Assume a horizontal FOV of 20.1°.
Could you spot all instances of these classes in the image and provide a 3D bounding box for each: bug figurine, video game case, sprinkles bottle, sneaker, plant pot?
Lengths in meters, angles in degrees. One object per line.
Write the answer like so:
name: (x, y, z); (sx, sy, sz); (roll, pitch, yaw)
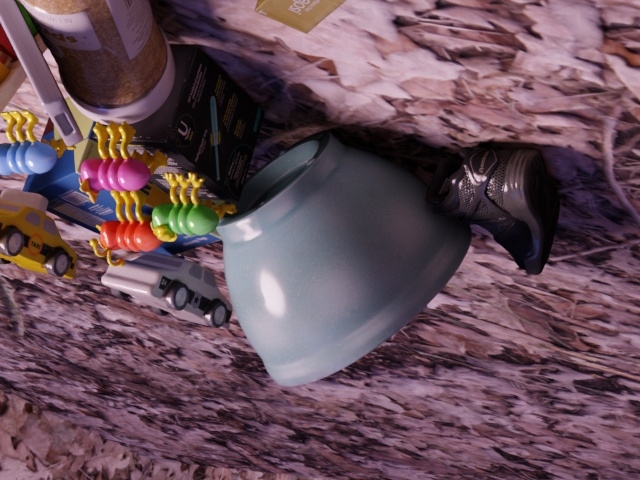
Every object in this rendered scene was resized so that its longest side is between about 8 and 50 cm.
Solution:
bug figurine: (-0.231, -0.051, 1.998); (0.216, 0.072, 0.279); (-2, 152, 37)
video game case: (-0.303, -0.209, 1.813); (0.023, 0.212, 0.193); (-26, 173, -5)
sprinkles bottle: (-0.230, -0.236, 1.781); (0.121, 0.121, 0.355); (14, 162, 10)
sneaker: (0.199, -0.039, 2.050); (0.130, 0.087, 0.227); (11, 159, 23)
plant pot: (0.000, 0.000, 2.092); (0.196, 0.293, 0.293); (51, 152, -15)

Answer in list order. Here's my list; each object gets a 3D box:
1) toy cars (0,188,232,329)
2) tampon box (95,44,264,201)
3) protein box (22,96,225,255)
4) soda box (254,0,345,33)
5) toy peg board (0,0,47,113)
toy cars: (-0.274, 0.015, 2.204); (0.393, 0.087, 0.176); (19, 171, -17)
tampon box: (-0.156, -0.131, 2.030); (0.101, 0.120, 0.161); (5, 159, 31)
protein box: (-0.226, -0.086, 2.210); (0.201, 0.136, 0.200); (25, 161, -24)
soda box: (0.001, -0.248, 1.626); (0.058, 0.061, 0.181); (21, 162, -15)
toy peg board: (-0.387, -0.201, 1.995); (0.079, 0.161, 0.161); (45, 151, -26)
